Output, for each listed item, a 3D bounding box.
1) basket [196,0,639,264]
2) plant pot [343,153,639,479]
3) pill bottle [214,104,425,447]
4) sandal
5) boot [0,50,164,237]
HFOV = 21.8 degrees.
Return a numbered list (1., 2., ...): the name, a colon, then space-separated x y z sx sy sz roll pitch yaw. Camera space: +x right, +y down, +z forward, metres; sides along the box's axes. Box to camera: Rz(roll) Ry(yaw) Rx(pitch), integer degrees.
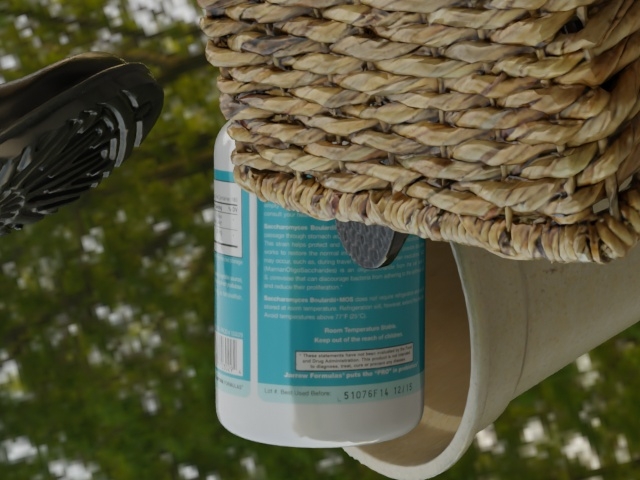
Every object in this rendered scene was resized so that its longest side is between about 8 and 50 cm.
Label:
1. basket: 0.090 -0.137 0.808 0.213 0.299 0.223 -24 -70 -32
2. plant pot: 0.146 -0.009 1.373 0.305 0.334 0.334 -18 -87 -29
3. pill bottle: 0.000 0.000 1.137 0.146 0.146 0.264 -19 -69 -71
4. sandal: 0.055 -0.054 0.929 0.040 0.179 0.067 -14 -122 -31
5. boot: -0.326 -0.122 1.307 0.260 0.348 0.131 59 169 16
